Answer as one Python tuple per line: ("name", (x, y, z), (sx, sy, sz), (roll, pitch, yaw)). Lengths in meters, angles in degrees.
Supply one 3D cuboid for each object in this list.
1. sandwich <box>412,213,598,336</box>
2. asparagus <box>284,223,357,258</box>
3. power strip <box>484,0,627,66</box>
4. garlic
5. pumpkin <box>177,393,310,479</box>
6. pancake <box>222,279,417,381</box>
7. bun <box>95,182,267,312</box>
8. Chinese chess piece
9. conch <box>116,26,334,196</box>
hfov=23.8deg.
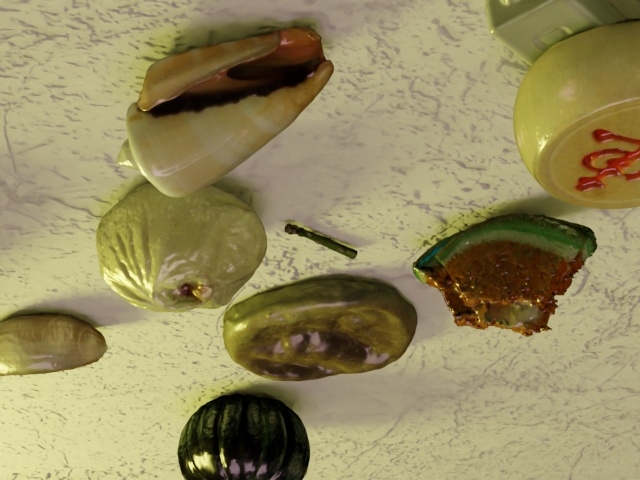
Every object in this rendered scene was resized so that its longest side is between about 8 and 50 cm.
("sandwich", (0.229, 0.036, 1.974), (0.235, 0.159, 0.079), (6, 162, 24))
("asparagus", (0.000, 0.000, 2.007), (0.127, 0.018, 0.015), (22, 107, -39))
("power strip", (0.285, -0.206, 1.629), (0.098, 0.058, 0.338), (-24, 145, 32))
("garlic", (-0.409, 0.153, 2.166), (0.195, 0.087, 0.101), (-8, 164, 2))
("pumpkin", (-0.124, 0.341, 2.460), (0.220, 0.162, 0.220), (0, 147, 0))
("pancake", (-0.001, 0.135, 2.218), (0.294, 0.049, 0.294), (-3, 150, -2))
("bun", (-0.168, 0.022, 1.903), (0.220, 0.134, 0.220), (-4, 147, -3))
("Chinese chess piece", (0.330, -0.129, 1.615), (0.251, 0.097, 0.251), (-4, 151, -2))
("conch", (-0.112, -0.150, 1.649), (0.255, 0.127, 0.158), (-27, 119, -3))
